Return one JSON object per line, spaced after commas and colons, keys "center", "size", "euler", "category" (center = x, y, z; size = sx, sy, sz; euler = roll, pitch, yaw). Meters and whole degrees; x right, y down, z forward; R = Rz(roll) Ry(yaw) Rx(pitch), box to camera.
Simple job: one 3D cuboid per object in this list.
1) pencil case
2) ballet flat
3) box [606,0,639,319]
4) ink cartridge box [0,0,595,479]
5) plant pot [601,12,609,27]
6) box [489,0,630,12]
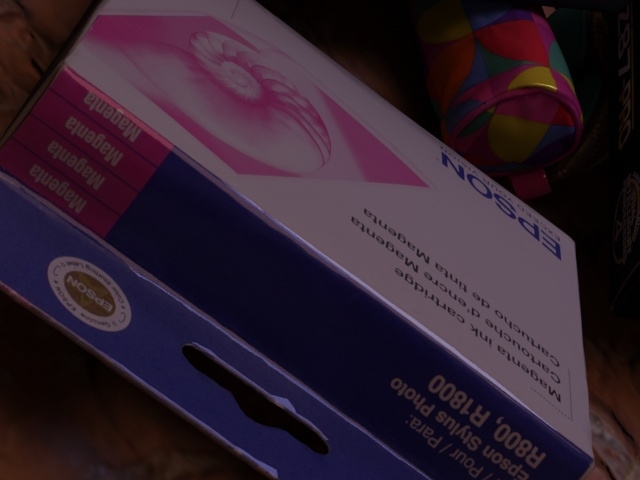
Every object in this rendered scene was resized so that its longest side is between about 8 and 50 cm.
{"center": [0.107, -0.146, 1.115], "size": [0.104, 0.104, 0.236], "euler": [17, 46, -34], "category": "pencil case"}
{"center": [0.193, -0.097, 1.180], "size": [0.067, 0.073, 0.206], "euler": [46, 37, -25], "category": "ballet flat"}
{"center": [0.392, -0.075, 1.095], "size": [0.394, 0.097, 0.318], "euler": [10, 59, -5], "category": "box"}
{"center": [0.000, 0.000, 0.837], "size": [0.324, 0.071, 0.330], "euler": [36, 23, -13], "category": "ink cartridge box"}
{"center": [0.331, -0.218, 1.356], "size": [0.234, 0.165, 0.165], "euler": [-11, 64, -53], "category": "plant pot"}
{"center": [0.044, -0.323, 0.965], "size": [0.395, 0.293, 0.212], "euler": [2, 52, -19], "category": "box"}
